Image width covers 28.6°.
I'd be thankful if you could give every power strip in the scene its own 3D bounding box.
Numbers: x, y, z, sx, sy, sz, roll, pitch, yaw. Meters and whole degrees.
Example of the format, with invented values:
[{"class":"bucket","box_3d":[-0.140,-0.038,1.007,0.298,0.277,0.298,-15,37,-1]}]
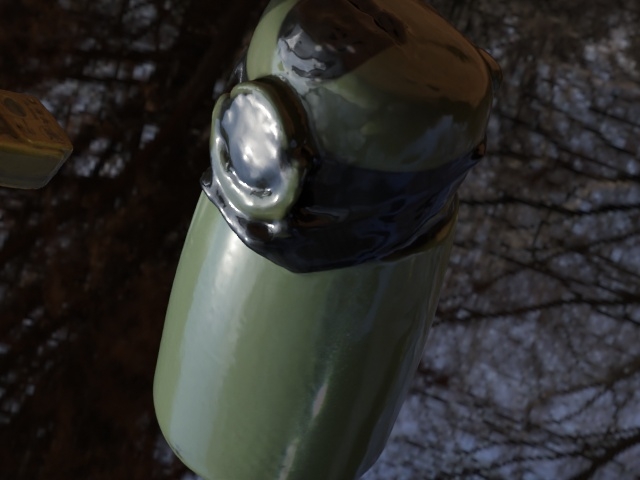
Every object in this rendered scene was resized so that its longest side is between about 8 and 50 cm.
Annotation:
[{"class":"power strip","box_3d":[-0.252,-0.074,0.758,0.064,0.044,0.305,51,-161,22]}]

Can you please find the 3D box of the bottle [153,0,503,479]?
[{"class":"bottle","box_3d":[-0.001,0.000,0.749,0.168,0.347,0.168,8,-137,-8]}]
